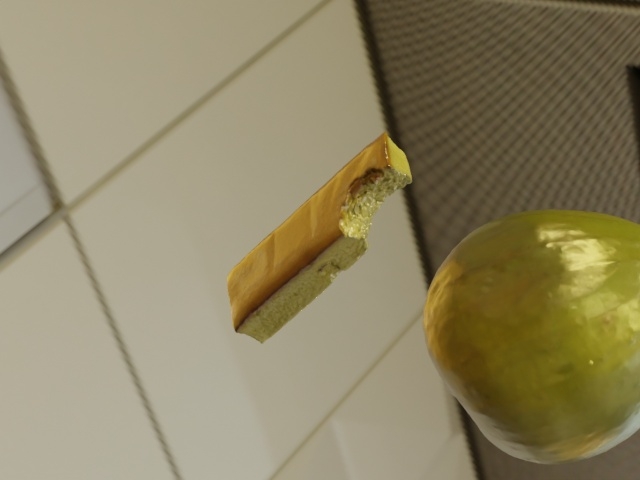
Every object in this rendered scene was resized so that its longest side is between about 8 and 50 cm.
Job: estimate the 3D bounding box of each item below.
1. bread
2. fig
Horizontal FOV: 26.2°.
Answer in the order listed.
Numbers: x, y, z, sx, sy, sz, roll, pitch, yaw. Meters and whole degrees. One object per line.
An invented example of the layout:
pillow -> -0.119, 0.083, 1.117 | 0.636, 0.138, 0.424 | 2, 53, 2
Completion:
bread -> 0.000, 0.000, 1.301 | 0.049, 0.088, 0.226 | 32, -59, -29
fig -> 0.309, 0.110, 1.726 | 0.343, 0.343, 0.343 | 27, -39, 25
